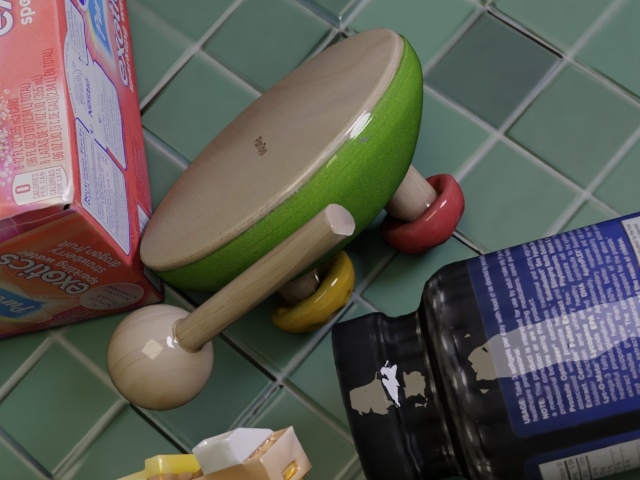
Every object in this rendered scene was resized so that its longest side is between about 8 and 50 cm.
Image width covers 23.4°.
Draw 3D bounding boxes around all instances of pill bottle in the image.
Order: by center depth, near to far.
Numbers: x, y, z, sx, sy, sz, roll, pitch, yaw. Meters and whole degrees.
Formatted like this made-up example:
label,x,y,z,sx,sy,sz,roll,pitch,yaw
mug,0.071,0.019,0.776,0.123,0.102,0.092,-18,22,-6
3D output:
label,x,y,z,sx,sy,sz,roll,pitch,yaw
pill bottle,0.122,0.058,0.761,0.219,0.123,0.123,-15,66,6

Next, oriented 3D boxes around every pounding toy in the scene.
label,x,y,z,sx,sy,sz,roll,pitch,yaw
pounding toy,0.000,0.000,0.813,0.183,0.110,0.237,-32,22,30

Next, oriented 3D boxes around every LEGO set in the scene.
label,x,y,z,sx,sy,sz,roll,pitch,yaw
LEGO set,-0.136,0.178,0.776,0.287,0.132,0.107,-12,74,1

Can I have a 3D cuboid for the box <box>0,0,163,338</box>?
label,x,y,z,sx,sy,sz,roll,pitch,yaw
box,-0.193,-0.108,0.884,0.142,0.154,0.300,-13,67,7
